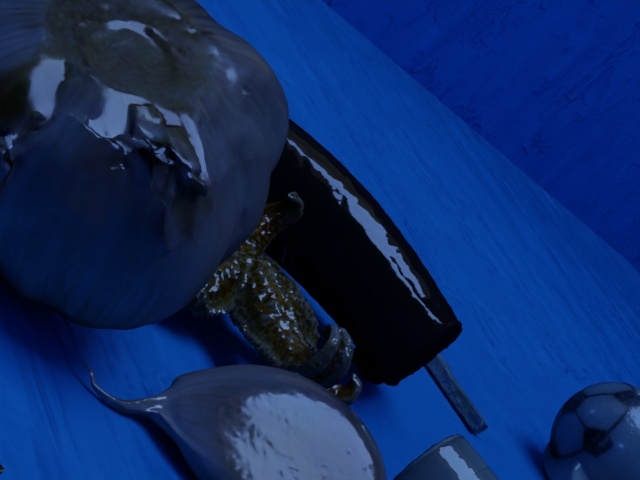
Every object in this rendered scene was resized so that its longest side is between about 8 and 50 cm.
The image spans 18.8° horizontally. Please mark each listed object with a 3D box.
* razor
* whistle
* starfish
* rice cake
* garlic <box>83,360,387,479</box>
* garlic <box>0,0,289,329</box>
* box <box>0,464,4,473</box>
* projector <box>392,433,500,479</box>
[{"bbox_3d":[0.004,-0.002,1.933,0.327,0.107,0.189,47,-16,9],"label":"razor"},{"bbox_3d":[0.348,0.257,2.250,0.163,0.163,0.290,42,13,-18],"label":"whistle"},{"bbox_3d":[-0.065,0.032,1.718,0.312,0.113,0.303,41,14,-11],"label":"starfish"},{"bbox_3d":[0.152,0.170,2.183,0.121,0.021,0.022,55,5,36],"label":"rice cake"},{"bbox_3d":[-0.054,0.151,1.459,0.266,0.128,0.148,36,1,0],"label":"garlic"},{"bbox_3d":[-0.174,-0.086,1.426,0.322,0.241,0.322,44,26,-28],"label":"garlic"},{"bbox_3d":[-0.248,0.096,1.119,0.133,0.023,0.090,50,11,12],"label":"box"},{"bbox_3d":[0.184,0.323,1.632,0.337,0.108,0.108,50,13,16],"label":"projector"}]
